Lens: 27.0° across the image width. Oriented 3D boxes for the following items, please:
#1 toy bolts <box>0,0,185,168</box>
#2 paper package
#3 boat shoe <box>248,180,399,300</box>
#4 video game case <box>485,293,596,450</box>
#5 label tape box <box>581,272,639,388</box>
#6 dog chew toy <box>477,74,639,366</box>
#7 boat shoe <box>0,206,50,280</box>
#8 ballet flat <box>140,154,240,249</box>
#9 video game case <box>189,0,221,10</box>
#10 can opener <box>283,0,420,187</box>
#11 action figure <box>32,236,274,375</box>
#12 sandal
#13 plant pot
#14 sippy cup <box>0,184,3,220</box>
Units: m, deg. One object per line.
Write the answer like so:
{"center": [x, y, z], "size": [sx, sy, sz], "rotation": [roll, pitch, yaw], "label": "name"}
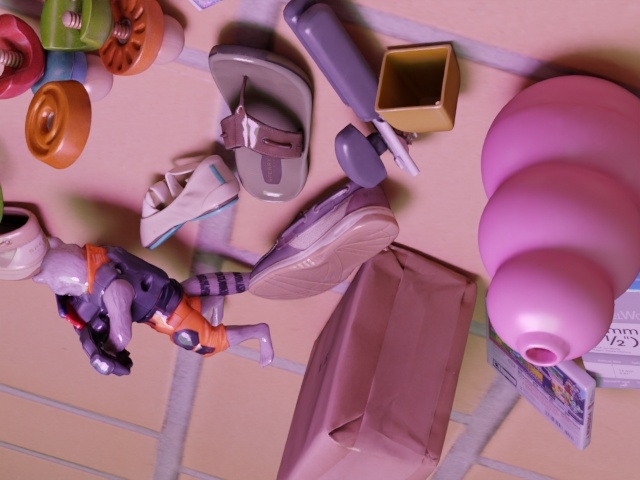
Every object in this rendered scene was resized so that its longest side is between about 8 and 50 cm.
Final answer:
{"center": [-0.273, -0.182, 1.561], "size": [0.158, 0.218, 0.228], "rotation": [9, 175, -43], "label": "toy bolts"}
{"center": [0.071, 0.222, 1.886], "size": [0.168, 0.309, 0.325], "rotation": [20, 148, -5], "label": "paper package"}
{"center": [0.000, 0.000, 1.790], "size": [0.103, 0.092, 0.285], "rotation": [13, 150, -31], "label": "boat shoe"}
{"center": [0.308, 0.185, 1.885], "size": [0.201, 0.023, 0.183], "rotation": [45, 161, 31], "label": "video game case"}
{"center": [0.435, 0.057, 1.664], "size": [0.249, 0.115, 0.347], "rotation": [0, 145, 24], "label": "label tape box"}
{"center": [0.261, -0.016, 1.430], "size": [0.207, 0.332, 0.206], "rotation": [11, 147, 7], "label": "dog chew toy"}
{"center": [-0.579, -0.016, 2.007], "size": [0.341, 0.121, 0.110], "rotation": [1, 140, 5], "label": "boat shoe"}
{"center": [-0.191, -0.056, 1.809], "size": [0.086, 0.086, 0.248], "rotation": [32, 149, -23], "label": "ballet flat"}
{"center": [-0.119, -0.303, 1.467], "size": [0.122, 0.011, 0.087], "rotation": [-16, 135, 40], "label": "video game case"}
{"center": [0.035, -0.161, 1.533], "size": [0.074, 0.093, 0.280], "rotation": [46, 172, 49], "label": "can opener"}
{"center": [-0.259, 0.064, 1.933], "size": [0.330, 0.341, 0.178], "rotation": [19, 108, -32], "label": "action figure"}
{"center": [-0.068, -0.128, 1.633], "size": [0.120, 0.086, 0.303], "rotation": [8, 146, 13], "label": "sandal"}
{"center": [0.118, -0.164, 1.512], "size": [0.081, 0.081, 0.083], "rotation": [-1, 155, 25], "label": "plant pot"}
{"center": [-0.609, -0.081, 1.838], "size": [0.305, 0.240, 0.224], "rotation": [-19, 136, -15], "label": "sippy cup"}
